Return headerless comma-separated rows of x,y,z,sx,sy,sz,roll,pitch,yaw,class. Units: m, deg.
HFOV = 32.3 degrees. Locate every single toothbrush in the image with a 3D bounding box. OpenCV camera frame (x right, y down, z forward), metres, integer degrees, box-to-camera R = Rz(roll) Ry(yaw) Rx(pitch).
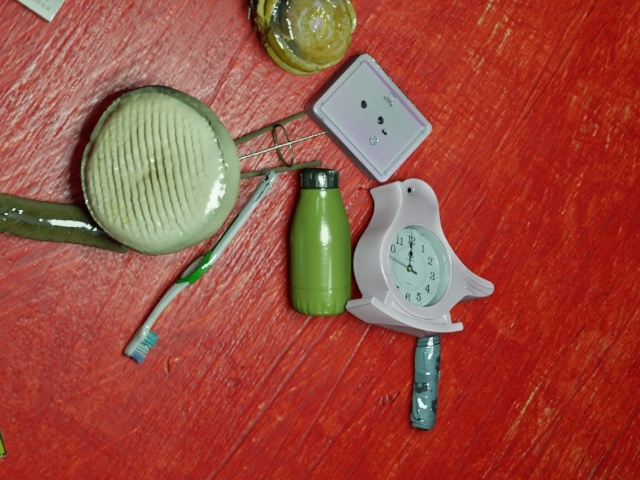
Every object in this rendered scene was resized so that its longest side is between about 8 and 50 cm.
-0.210,0.041,1.924,0.040,0.042,0.418,34,96,-25,toothbrush

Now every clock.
0.088,-0.224,2.017,0.197,0.063,0.150,45,81,-19,clock
0.197,0.042,2.043,0.290,0.080,0.275,22,67,-33,clock

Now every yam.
-0.466,-0.035,1.846,0.317,0.067,0.071,11,106,-19,yam

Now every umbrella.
0.203,0.238,2.115,0.053,0.052,0.250,3,89,-7,umbrella

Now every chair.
-0.101,-0.151,1.948,0.221,0.104,0.095,-15,118,-19,chair

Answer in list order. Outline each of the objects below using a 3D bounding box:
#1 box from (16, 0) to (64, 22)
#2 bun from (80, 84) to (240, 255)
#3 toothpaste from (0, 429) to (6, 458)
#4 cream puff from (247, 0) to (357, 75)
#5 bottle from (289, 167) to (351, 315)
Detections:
-0.446,-0.448,1.814,0.100,0.048,0.152,34,87,-21,box
-0.256,-0.110,1.833,0.287,0.146,0.287,-3,81,19,bun
-0.601,0.204,1.803,0.077,0.110,0.327,-19,102,-18,toothpaste
-0.037,-0.379,1.921,0.189,0.129,0.189,-2,94,-30,cream puff
0.000,0.000,1.984,0.112,0.112,0.260,-3,99,-19,bottle
